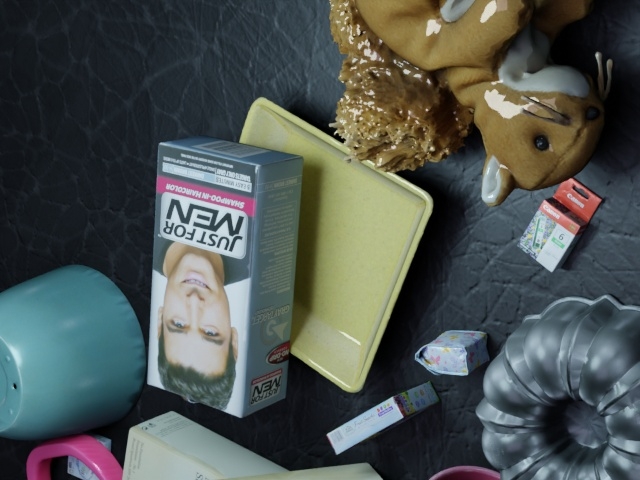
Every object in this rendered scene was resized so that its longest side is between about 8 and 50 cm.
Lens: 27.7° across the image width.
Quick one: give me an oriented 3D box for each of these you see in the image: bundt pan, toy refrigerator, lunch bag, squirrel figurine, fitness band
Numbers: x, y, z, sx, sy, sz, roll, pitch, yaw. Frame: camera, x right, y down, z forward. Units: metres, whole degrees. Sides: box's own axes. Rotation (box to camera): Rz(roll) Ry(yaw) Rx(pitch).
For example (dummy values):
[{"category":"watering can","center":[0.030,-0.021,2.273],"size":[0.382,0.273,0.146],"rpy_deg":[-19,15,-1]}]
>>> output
[{"category":"bundt pan","center":[0.345,0.241,1.687],"size":[0.330,0.124,0.331],"rpy_deg":[8,104,33]},{"category":"toy refrigerator","center":[-0.045,0.402,1.916],"size":[0.094,0.269,0.102],"rpy_deg":[-144,52,-71]},{"category":"lunch bag","center":[0.184,0.157,1.816],"size":[0.083,0.071,0.053],"rpy_deg":[3,105,33]},{"category":"squirrel figurine","center":[0.189,-0.225,1.656],"size":[0.397,0.281,0.370],"rpy_deg":[-25,95,50]},{"category":"fitness band","center":[-0.425,0.444,2.285],"size":[0.290,0.054,0.209],"rpy_deg":[-19,96,50]}]

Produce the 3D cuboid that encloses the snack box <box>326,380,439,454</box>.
[{"category":"snack box","center":[0.091,0.257,1.885],"size":[0.141,0.100,0.037],"rpy_deg":[-35,78,36]}]

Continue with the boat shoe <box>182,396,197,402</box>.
[{"category":"boat shoe","center":[-0.200,0.226,2.115],"size":[0.183,0.066,0.066],"rpy_deg":[27,119,39]}]

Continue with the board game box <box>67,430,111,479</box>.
[{"category":"board game box","center":[-0.413,0.386,2.322],"size":[0.090,0.020,0.090],"rpy_deg":[16,109,34]}]

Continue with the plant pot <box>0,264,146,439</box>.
[{"category":"plant pot","center":[-0.481,0.207,2.201],"size":[0.293,0.235,0.293],"rpy_deg":[9,105,34]}]

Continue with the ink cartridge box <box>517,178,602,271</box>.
[{"category":"ink cartridge box","center":[0.314,-0.023,1.711],"size":[0.063,0.029,0.115],"rpy_deg":[40,120,23]}]

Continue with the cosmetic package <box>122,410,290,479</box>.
[{"category":"cosmetic package","center":[-0.171,0.415,2.099],"size":[0.309,0.113,0.160],"rpy_deg":[21,111,32]}]

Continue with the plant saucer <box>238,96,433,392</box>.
[{"category":"plant saucer","center":[0.000,0.000,1.910],"size":[0.332,0.081,0.333],"rpy_deg":[32,117,26]}]

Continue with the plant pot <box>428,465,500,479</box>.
[{"category":"plant pot","center":[0.201,0.445,1.803],"size":[0.201,0.201,0.180],"rpy_deg":[42,136,21]}]

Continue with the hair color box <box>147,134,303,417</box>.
[{"category":"hair color box","center":[-0.142,0.049,1.902],"size":[0.185,0.113,0.375],"rpy_deg":[14,108,32]}]
